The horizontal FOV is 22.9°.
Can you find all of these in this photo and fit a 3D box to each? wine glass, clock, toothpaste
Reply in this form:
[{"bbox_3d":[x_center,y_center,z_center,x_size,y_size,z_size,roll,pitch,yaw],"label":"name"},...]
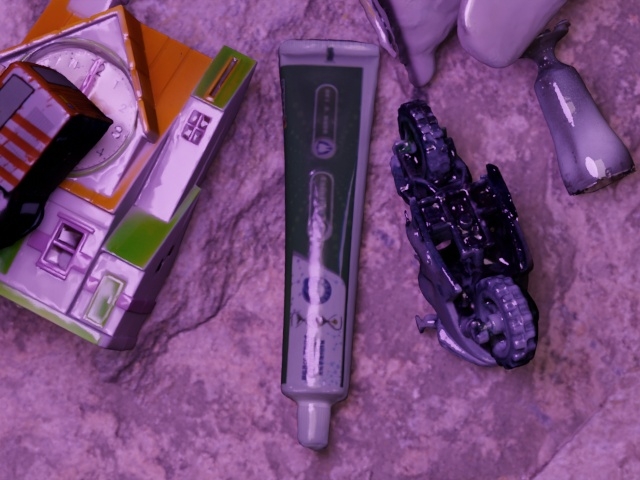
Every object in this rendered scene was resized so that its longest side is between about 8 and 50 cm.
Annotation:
[{"bbox_3d":[0.235,-0.123,1.483,0.072,0.072,0.155,-23,82,-1],"label":"wine glass"},{"bbox_3d":[-0.218,-0.088,1.447,0.235,0.166,0.310,27,88,6],"label":"clock"},{"bbox_3d":[0.000,0.000,1.484,0.098,0.061,0.392,2,79,3],"label":"toothpaste"}]

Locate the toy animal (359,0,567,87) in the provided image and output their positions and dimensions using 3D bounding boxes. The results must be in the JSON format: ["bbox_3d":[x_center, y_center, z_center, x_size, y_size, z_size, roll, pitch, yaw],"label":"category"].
[{"bbox_3d":[0.137,-0.299,1.461,0.249,0.174,0.289,42,87,7],"label":"toy animal"}]

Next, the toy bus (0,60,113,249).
[{"bbox_3d":[-0.341,0.022,1.343,0.092,0.093,0.409,46,101,10],"label":"toy bus"}]

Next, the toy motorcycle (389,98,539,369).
[{"bbox_3d":[0.128,0.007,1.446,0.106,0.159,0.270,-18,65,-10],"label":"toy motorcycle"}]
